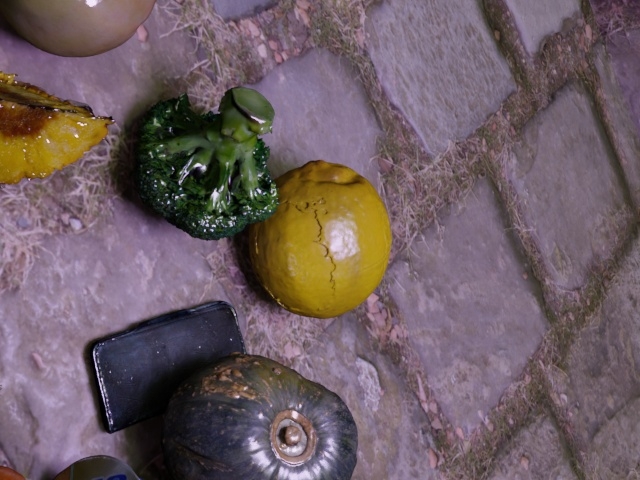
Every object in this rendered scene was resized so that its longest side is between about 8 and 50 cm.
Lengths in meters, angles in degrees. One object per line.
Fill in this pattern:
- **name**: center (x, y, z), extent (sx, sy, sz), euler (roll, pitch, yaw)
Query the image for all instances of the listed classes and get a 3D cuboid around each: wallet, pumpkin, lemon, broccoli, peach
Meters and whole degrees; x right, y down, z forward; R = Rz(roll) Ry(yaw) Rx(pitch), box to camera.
- **wallet**: center (-0.265, 0.218, 1.734), extent (0.318, 0.045, 0.172), euler (-16, 95, -42)
- **pumpkin**: center (-0.107, 0.337, 1.651), extent (0.328, 0.257, 0.291), euler (39, 51, -9)
- **lemon**: center (-0.001, 0.000, 1.866), extent (0.297, 0.297, 0.297), euler (7, 80, -45)
- **broccoli**: center (-0.184, -0.153, 1.702), extent (0.298, 0.297, 0.297), euler (24, 37, -20)
- **peach**: center (-0.396, -0.439, 1.552), extent (0.292, 0.247, 0.292), euler (49, 25, -33)

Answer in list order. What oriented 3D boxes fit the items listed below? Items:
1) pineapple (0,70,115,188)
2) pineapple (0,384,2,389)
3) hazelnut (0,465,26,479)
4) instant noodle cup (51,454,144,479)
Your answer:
- **pineapple**: center (-0.513, -0.176, 1.492), extent (0.335, 0.158, 0.161), euler (-1, 125, -42)
- **pineapple**: center (-0.636, 0.160, 1.299), extent (0.209, 0.286, 0.344), euler (-46, 161, -10)
- **hazelnut**: center (-0.503, 0.411, 1.388), extent (0.182, 0.182, 0.182), euler (7, 80, -45)
- **instant noodle cup**: center (-0.300, 0.503, 1.516), extent (0.214, 0.296, 0.296), euler (34, 61, -47)
